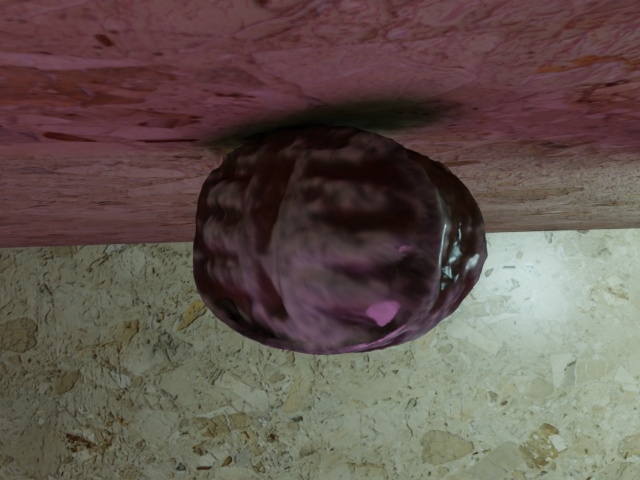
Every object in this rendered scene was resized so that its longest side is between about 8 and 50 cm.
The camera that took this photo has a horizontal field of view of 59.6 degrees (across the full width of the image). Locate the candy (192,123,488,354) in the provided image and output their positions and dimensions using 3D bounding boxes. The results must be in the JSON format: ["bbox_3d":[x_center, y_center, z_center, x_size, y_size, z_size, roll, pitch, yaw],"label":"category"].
[{"bbox_3d":[0.000,0.000,0.533,0.290,0.214,0.157,0,177,34],"label":"candy"}]
